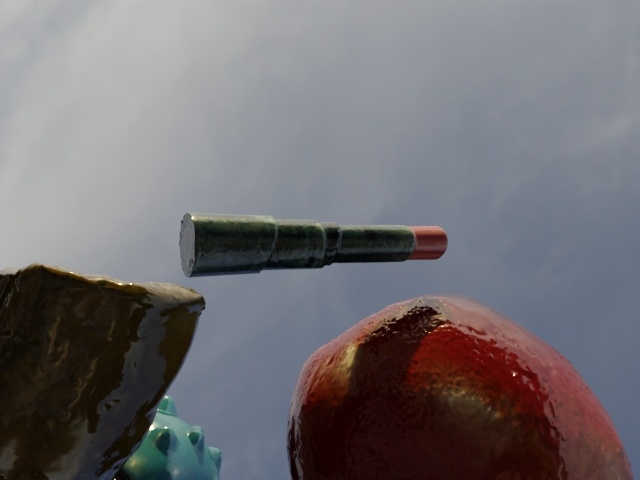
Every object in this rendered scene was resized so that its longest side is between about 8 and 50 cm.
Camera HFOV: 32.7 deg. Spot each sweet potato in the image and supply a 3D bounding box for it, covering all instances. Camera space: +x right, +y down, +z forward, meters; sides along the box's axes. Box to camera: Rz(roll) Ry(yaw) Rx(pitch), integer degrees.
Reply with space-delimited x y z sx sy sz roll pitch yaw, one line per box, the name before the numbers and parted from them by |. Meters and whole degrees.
sweet potato | -0.225 0.150 0.855 0.158 0.158 0.369 50 -60 36

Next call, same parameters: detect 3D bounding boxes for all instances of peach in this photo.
peach | 0.131 0.216 0.985 0.281 0.281 0.338 -37 -102 19

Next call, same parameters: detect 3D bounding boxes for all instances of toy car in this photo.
toy car | -0.232 0.274 1.310 0.255 0.188 0.190 -2 -116 38

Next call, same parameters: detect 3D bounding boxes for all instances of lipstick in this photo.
lipstick | 0.000 0.000 0.929 0.053 0.234 0.053 178 -90 -69
